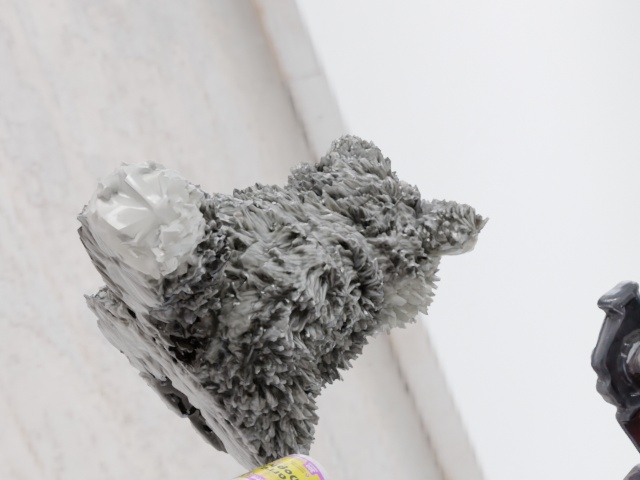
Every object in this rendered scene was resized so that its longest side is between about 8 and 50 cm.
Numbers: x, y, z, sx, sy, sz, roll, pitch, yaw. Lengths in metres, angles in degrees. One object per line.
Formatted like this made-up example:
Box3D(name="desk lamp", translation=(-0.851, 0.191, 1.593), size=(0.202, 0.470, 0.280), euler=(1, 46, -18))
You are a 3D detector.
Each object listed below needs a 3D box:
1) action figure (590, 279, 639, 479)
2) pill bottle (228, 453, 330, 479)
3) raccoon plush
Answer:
Box3D(name="action figure", translation=(0.326, 0.201, 1.152), size=(0.341, 0.178, 0.330), euler=(46, 58, -27))
Box3D(name="pill bottle", translation=(-0.032, 0.149, 0.865), size=(0.083, 0.043, 0.043), euler=(-14, 92, -54))
Box3D(name="raccoon plush", translation=(0.000, 0.000, 1.171), size=(0.216, 0.446, 0.299), euler=(44, 74, 7))
